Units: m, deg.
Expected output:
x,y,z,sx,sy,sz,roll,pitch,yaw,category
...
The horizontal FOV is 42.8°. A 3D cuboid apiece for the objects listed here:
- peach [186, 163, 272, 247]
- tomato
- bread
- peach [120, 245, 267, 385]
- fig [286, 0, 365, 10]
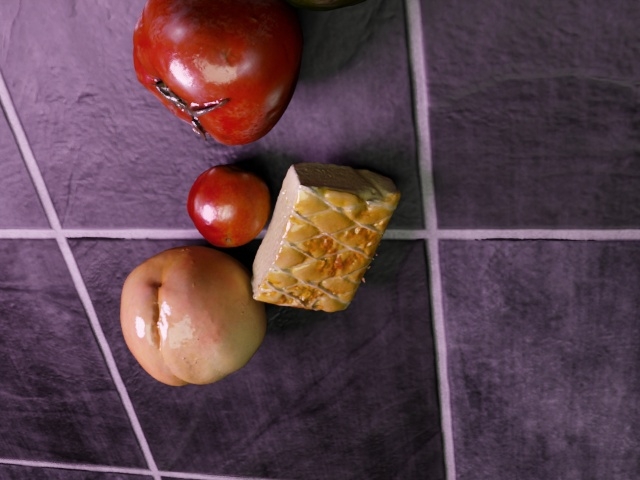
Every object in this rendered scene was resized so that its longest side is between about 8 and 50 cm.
x,y,z,sx,sy,sz,roll,pitch,yaw,category
-0.107,-0.038,0.953,0.101,0.100,0.100,7,127,9,peach
-0.098,-0.186,0.800,0.187,0.187,0.151,41,86,-16,tomato
0.000,-0.001,0.947,0.126,0.068,0.188,5,132,-23,bread
-0.162,0.091,1.019,0.184,0.184,0.184,7,127,9,peach
0.041,-0.268,0.745,0.178,0.117,0.117,-7,126,-1,fig
